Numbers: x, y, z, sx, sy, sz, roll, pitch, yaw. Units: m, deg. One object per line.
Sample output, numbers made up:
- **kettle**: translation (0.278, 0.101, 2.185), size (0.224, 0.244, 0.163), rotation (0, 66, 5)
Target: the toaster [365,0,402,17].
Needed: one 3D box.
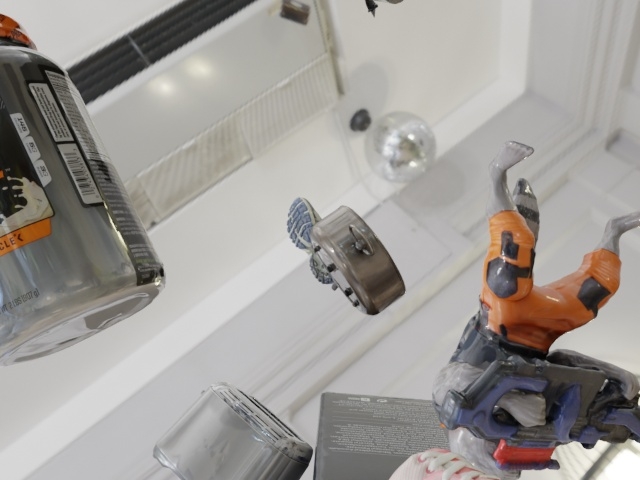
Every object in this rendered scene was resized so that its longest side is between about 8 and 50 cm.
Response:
- **toaster**: translation (0.070, -0.374, 0.774), size (0.186, 0.110, 0.168), rotation (36, -79, -28)

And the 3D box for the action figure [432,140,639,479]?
- **action figure**: translation (0.235, 0.107, 0.712), size (0.341, 0.178, 0.330), rotation (22, -91, -33)

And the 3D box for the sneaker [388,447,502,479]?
- **sneaker**: translation (0.080, 0.131, 0.347), size (0.051, 0.070, 0.134), rotation (21, -44, -34)

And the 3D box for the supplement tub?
- **supplement tub**: translation (-0.183, -0.031, 0.410), size (0.117, 0.190, 0.117), rotation (-28, -7, -4)

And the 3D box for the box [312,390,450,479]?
- **box**: translation (0.088, 0.422, 0.983), size (0.395, 0.212, 0.293), rotation (-77, -9, -86)

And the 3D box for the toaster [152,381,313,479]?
- **toaster**: translation (-0.114, 0.306, 0.964), size (0.146, 0.227, 0.129), rotation (-52, -33, -7)

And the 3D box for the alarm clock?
- **alarm clock**: translation (0.040, 0.021, 0.780), size (0.064, 0.129, 0.192), rotation (-34, -13, -11)

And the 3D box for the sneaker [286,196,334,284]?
- **sneaker**: translation (0.000, 0.000, 0.941), size (0.058, 0.135, 0.052), rotation (-4, -29, -46)
